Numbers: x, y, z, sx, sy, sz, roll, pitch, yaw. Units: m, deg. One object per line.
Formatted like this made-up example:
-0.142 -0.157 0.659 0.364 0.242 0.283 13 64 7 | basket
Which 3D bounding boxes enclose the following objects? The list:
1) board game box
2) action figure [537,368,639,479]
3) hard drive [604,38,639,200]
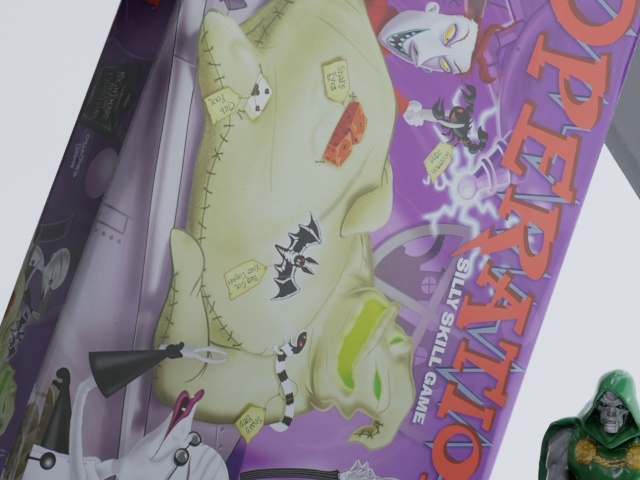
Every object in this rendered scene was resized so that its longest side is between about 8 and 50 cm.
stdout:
0.000 0.000 0.640 0.056 0.208 0.346 11 -99 52 | board game box
0.163 0.182 0.951 0.063 0.137 0.232 -45 135 -69 | action figure
0.214 -0.118 0.822 0.203 0.040 0.307 -35 -106 21 | hard drive
